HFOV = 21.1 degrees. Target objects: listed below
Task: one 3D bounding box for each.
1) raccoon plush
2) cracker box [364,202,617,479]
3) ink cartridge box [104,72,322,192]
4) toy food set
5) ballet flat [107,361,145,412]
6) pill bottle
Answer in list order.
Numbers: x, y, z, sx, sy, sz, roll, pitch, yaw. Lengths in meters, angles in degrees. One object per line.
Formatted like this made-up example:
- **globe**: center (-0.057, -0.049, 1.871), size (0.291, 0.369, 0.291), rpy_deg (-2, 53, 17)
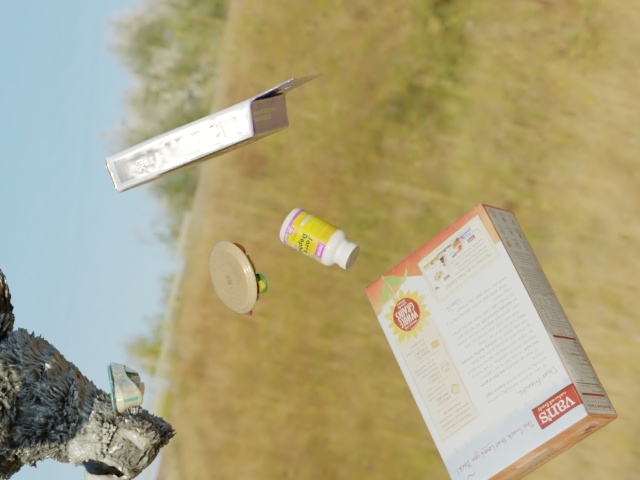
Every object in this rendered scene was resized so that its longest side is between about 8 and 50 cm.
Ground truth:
- **raccoon plush**: center (-0.420, 0.210, 2.795), size (0.216, 0.299, 0.446), rpy_deg (-64, -38, -72)
- **cracker box**: center (0.157, 0.104, 1.615), size (0.067, 0.155, 0.232), rpy_deg (12, -132, -52)
- **ink cartridge box**: center (-0.099, -0.113, 1.762), size (0.206, 0.208, 0.045), rpy_deg (-40, -73, -79)
- **toy food set**: center (-0.090, 0.040, 1.821), size (0.020, 0.083, 0.083), rpy_deg (-20, -14, -35)
- **ballet flat**: center (-0.293, 0.223, 2.596), size (0.168, 0.052, 0.057), rpy_deg (-125, 26, -73)
- **pill bottle**: center (0.000, 0.000, 1.877), size (0.043, 0.083, 0.043), rpy_deg (-52, -21, -29)
